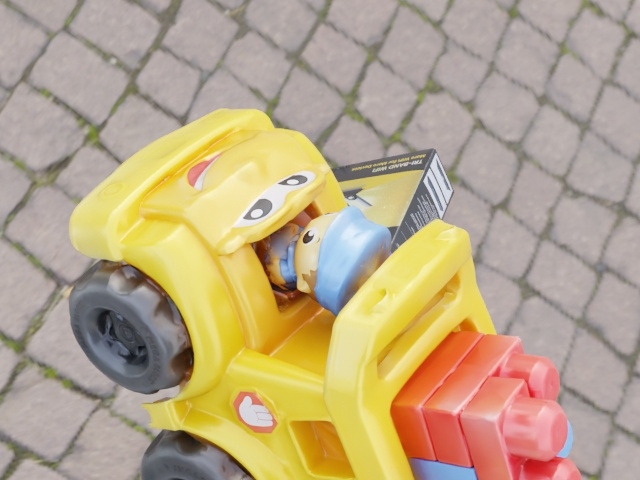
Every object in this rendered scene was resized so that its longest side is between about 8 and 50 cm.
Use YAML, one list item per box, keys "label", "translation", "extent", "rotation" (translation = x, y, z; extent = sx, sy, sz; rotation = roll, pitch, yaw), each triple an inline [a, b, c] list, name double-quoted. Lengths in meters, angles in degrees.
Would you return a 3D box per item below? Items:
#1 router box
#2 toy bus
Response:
- label: "router box"
  translation: [0.000, 0.000, 1.700]
  extent: [0.081, 0.309, 0.243]
  rotation: [62, 34, -29]
- label: "toy bus"
  translation: [0.016, 0.053, 0.583]
  extent: [0.149, 0.211, 0.220]
  rotation: [-41, 119, -40]
